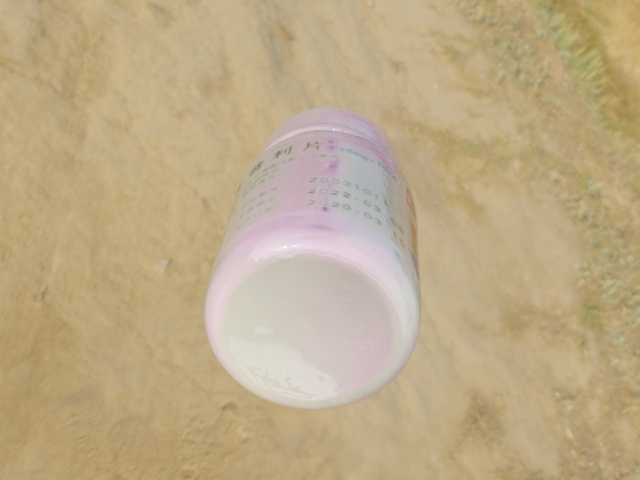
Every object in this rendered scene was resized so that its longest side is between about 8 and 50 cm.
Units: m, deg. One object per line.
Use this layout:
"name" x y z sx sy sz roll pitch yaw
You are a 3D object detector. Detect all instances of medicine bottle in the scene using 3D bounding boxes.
"medicine bottle" 0.000 0.000 0.739 0.152 0.152 0.254 33 25 -15
